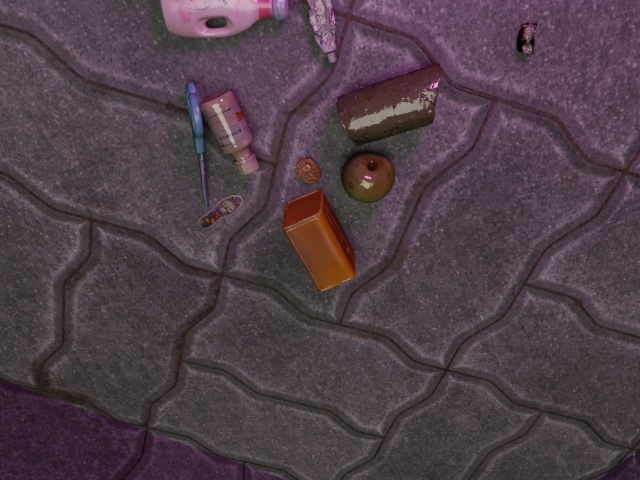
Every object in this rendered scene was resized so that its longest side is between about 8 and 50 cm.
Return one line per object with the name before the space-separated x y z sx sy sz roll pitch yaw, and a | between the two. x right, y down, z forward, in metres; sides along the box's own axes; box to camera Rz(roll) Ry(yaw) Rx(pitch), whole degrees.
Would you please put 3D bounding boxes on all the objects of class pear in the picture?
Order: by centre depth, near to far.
pear | 0.148 -0.195 1.542 0.167 0.167 0.136 7 137 -1

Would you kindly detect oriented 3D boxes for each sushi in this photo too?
sushi | 0.573 -0.562 1.371 0.046 0.044 0.083 9 121 23

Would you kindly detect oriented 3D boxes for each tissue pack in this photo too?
tissue pack | 0.000 0.000 1.642 0.145 0.194 0.274 -22 118 16

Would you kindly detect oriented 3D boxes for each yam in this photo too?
yam | 0.209 -0.386 1.418 0.304 0.168 0.168 -14 119 13

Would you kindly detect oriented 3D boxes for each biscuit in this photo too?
biscuit | -0.042 -0.227 1.612 0.078 0.015 0.091 -24 116 18

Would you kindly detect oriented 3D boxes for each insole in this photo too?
insole | -0.349 -0.100 1.712 0.197 0.004 0.065 -31 115 19

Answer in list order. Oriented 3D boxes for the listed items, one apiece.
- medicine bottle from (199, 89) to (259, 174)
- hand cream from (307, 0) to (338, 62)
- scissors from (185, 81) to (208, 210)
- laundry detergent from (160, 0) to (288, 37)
medicine bottle | -0.268 -0.323 1.511 0.114 0.114 0.252 -16 119 13
hand cream | 0.005 -0.622 1.358 0.084 0.050 0.257 -7 117 11
scissors | -0.379 -0.266 1.551 0.029 0.192 0.447 -11 135 -16
laundry detergent | -0.256 -0.636 1.339 0.335 0.088 0.159 1 125 3
